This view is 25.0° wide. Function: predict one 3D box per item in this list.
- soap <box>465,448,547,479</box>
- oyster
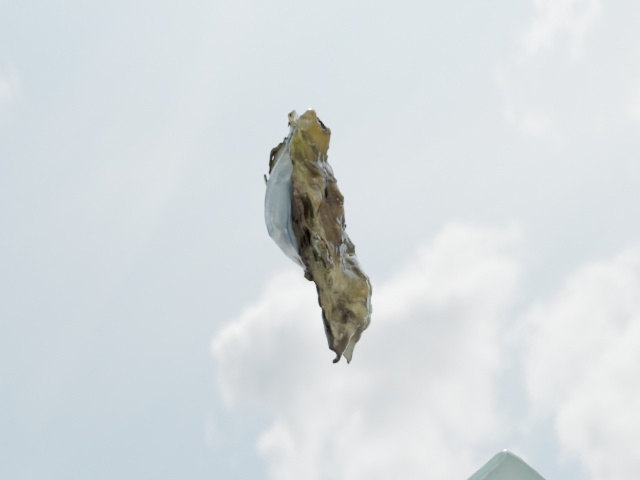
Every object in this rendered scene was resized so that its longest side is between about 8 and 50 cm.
[{"bbox_3d":[0.036,0.234,0.607,0.265,0.160,0.087,-38,-37,-13],"label":"soap"},{"bbox_3d":[-0.002,0.002,0.864,0.053,0.108,0.166,-14,-50,6],"label":"oyster"}]
